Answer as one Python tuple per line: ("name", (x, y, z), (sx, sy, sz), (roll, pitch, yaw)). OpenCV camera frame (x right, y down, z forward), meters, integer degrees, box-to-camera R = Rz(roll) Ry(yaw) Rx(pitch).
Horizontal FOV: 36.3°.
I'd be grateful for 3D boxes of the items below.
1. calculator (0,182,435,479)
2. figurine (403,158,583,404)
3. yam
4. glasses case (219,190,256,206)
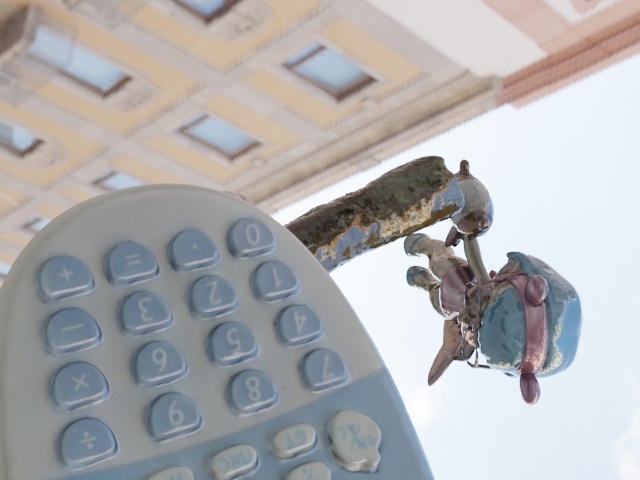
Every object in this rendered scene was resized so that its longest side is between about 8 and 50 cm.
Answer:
("calculator", (-0.035, 0.116, 0.409), (0.042, 0.188, 0.302), (-36, -110, 56))
("figurine", (0.151, 0.031, 0.902), (0.260, 0.103, 0.205), (-143, -122, -67))
("yam", (0.000, 0.000, 0.762), (0.061, 0.253, 0.061), (46, -31, 38))
("glasses case", (-0.103, 0.081, 1.188), (0.113, 0.075, 0.296), (-30, -118, 38))
